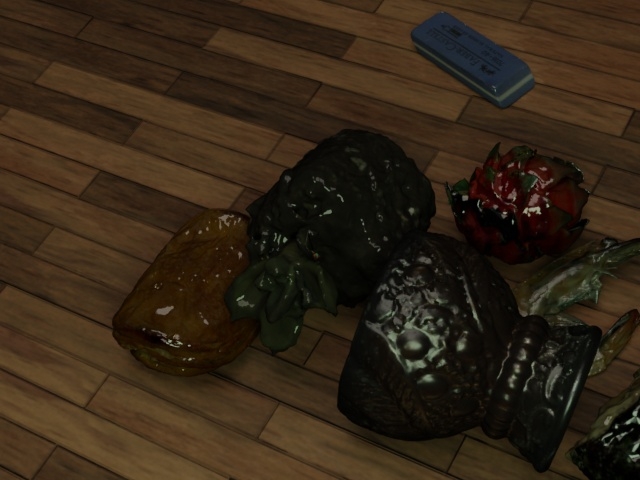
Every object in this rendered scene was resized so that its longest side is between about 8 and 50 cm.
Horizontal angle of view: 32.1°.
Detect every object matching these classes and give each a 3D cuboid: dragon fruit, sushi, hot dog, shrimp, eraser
[{"bbox_3d":[0.284,-0.052,1.564,0.189,0.182,0.182,-36,52,6],"label":"dragon fruit"},{"bbox_3d":[0.453,0.200,1.314,0.350,0.210,0.171,-36,50,-23],"label":"sushi"},{"bbox_3d":[-0.174,0.074,1.586,0.196,0.122,0.272,13,47,18],"label":"hot dog"},{"bbox_3d":[0.358,0.093,1.511,0.253,0.058,0.173,-28,60,-7],"label":"shrimp"},{"bbox_3d":[0.251,-0.302,1.848,0.082,0.036,0.225,-35,54,-18],"label":"eraser"}]

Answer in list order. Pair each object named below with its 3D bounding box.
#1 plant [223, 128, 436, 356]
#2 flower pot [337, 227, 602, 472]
[{"bbox_3d":[0.000,0.000,1.515,0.213,0.215,0.312,51,52,-3],"label":"plant"},{"bbox_3d":[0.190,0.148,1.380,0.267,0.266,0.266,22,59,14],"label":"flower pot"}]
